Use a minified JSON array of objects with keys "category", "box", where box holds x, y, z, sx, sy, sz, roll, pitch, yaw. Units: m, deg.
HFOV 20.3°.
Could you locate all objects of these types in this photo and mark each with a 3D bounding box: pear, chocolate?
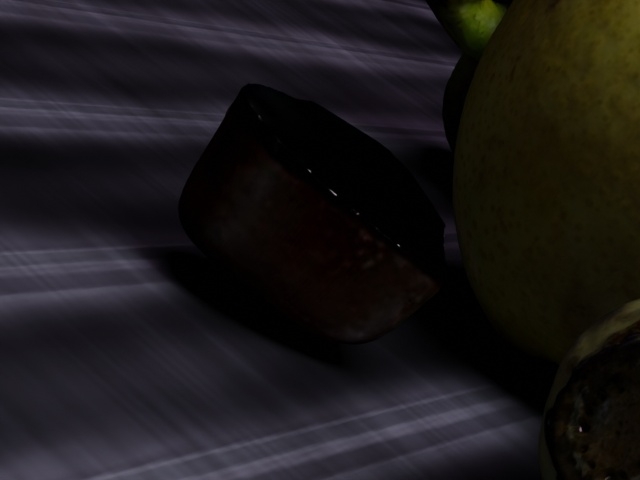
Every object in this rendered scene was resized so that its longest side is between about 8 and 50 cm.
[{"category":"pear","box":[0.212,-0.044,0.961,0.304,0.304,0.304,28,17,-9]},{"category":"chocolate","box":[0.000,0.000,0.850,0.125,0.080,0.149,50,16,21]}]

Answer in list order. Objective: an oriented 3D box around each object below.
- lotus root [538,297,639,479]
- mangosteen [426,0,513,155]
[{"category":"lotus root","box":[0.223,0.109,0.780,0.309,0.173,0.173,13,24,-37]},{"category":"mangosteen","box":[0.247,-0.114,1.232,0.311,0.311,0.311,28,17,-9]}]
